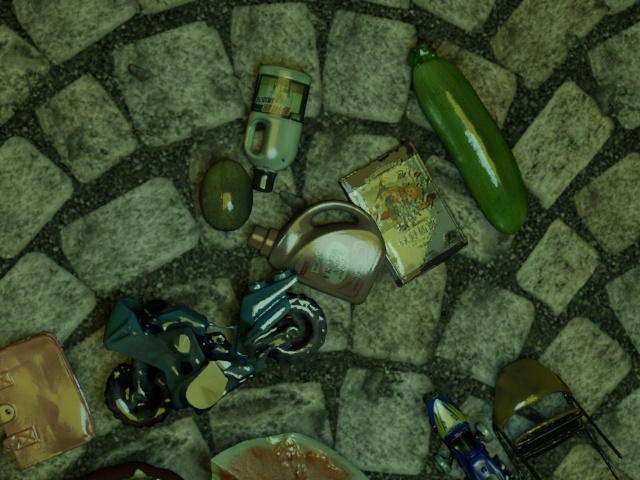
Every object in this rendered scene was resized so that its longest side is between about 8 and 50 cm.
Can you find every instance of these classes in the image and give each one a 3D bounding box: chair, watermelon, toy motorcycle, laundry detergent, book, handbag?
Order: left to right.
[{"bbox_3d":[-0.503,0.281,1.793,0.157,0.059,0.212,-22,95,-7],"label":"handbag"},{"bbox_3d":[-0.204,0.165,1.774,0.416,0.172,0.232,-22,100,2],"label":"toy motorcycle"},{"bbox_3d":[-0.085,-0.198,1.835,0.099,0.070,0.225,12,91,-16],"label":"laundry detergent"},{"bbox_3d":[-0.066,0.454,1.806,0.260,0.176,0.256,44,85,10],"label":"watermelon"},{"bbox_3d":[0.000,0.000,1.842,0.237,0.076,0.171,24,98,-5],"label":"laundry detergent"},{"bbox_3d":[0.157,-0.050,1.892,0.157,0.026,0.231,-31,95,-6],"label":"book"},{"bbox_3d":[0.284,0.403,1.847,0.113,0.169,0.315,-36,97,-4],"label":"toy motorcycle"},{"bbox_3d":[0.422,0.358,1.877,0.159,0.172,0.247,-27,51,-6],"label":"chair"}]

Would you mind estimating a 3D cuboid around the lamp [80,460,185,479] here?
[{"bbox_3d":[-0.318,0.526,1.720,0.303,0.257,0.303,14,49,-16],"label":"lamp"}]

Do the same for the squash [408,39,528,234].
[{"bbox_3d":[0.276,-0.187,1.866,0.107,0.107,0.395,-30,94,-6],"label":"squash"}]

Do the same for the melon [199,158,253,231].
[{"bbox_3d":[-0.167,-0.079,1.811,0.098,0.098,0.130,4,82,-8],"label":"melon"}]
